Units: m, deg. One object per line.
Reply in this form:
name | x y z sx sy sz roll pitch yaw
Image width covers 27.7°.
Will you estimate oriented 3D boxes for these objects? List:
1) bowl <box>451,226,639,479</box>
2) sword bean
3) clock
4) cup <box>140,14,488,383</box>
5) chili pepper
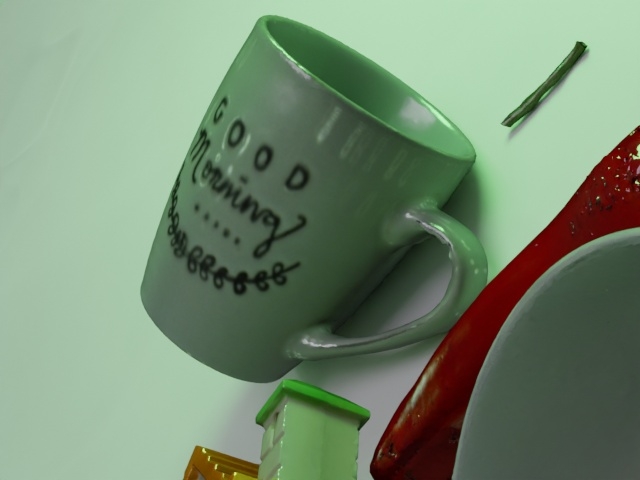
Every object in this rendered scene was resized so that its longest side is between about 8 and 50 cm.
bowl | 0.177 0.140 0.483 0.287 0.144 0.287 -177 90 -66
sword bean | 0.162 -0.112 0.940 0.083 0.012 0.012 -47 31 17
clock | -0.043 0.238 0.781 0.220 0.106 0.255 -55 20 41
cup | 0.000 0.000 0.948 0.258 0.186 0.234 43 110 33
chili pepper | 0.144 0.033 0.700 0.387 0.110 0.110 -49 28 39
